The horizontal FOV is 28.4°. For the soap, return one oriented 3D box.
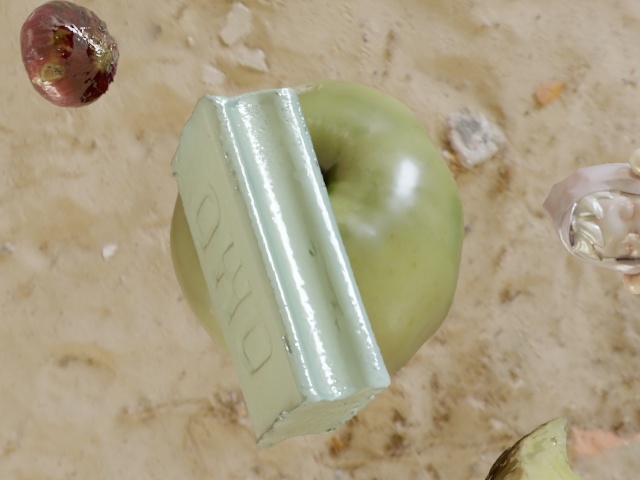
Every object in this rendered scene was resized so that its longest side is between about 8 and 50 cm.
[{"bbox_3d":[-0.030,0.016,0.767,0.063,0.114,0.198,-11,71,-22],"label":"soap"}]

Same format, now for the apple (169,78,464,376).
[{"bbox_3d":[0.000,0.000,1.459,0.357,0.357,0.357,-6,113,-14],"label":"apple"}]

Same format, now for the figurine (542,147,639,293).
[{"bbox_3d":[0.428,-0.032,1.634,0.276,0.133,0.200,1,114,6],"label":"figurine"}]

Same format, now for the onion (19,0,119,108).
[{"bbox_3d":[-0.246,-0.179,1.221,0.097,0.107,0.107,-18,121,30],"label":"onion"}]

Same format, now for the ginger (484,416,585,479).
[{"bbox_3d":[0.036,0.086,0.286,0.057,0.137,0.044,-27,94,41],"label":"ginger"}]
